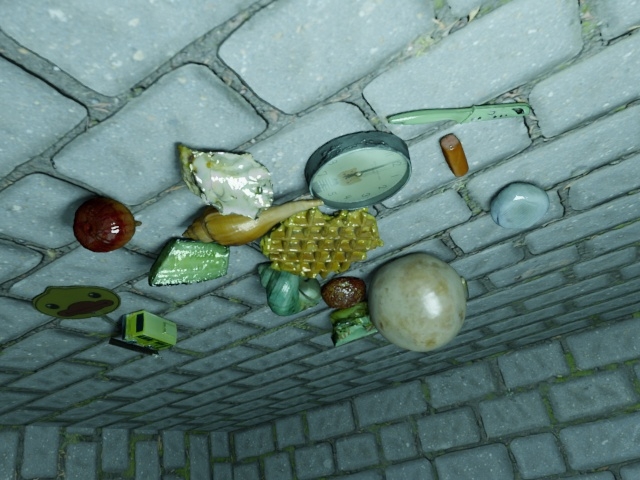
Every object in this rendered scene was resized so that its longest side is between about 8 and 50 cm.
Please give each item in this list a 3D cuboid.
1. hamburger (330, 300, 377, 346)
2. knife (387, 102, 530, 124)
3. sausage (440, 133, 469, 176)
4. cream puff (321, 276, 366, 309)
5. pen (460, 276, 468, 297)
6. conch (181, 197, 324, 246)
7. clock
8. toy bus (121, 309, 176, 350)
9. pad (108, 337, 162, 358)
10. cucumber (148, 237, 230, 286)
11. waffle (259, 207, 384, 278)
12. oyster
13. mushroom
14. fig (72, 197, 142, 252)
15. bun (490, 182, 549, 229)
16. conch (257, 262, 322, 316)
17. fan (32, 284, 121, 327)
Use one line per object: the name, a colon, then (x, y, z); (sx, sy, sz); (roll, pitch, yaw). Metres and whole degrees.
hamburger: (0.122, 0.282, 1.770); (0.235, 0.125, 0.214); (10, 140, -41)
knife: (0.268, -0.239, 0.963); (0.293, 0.019, 0.043); (-8, 150, -8)
sausage: (0.285, -0.176, 1.062); (0.039, 0.041, 0.131); (-40, 147, 7)
cream puff: (0.075, 0.172, 1.589); (0.149, 0.084, 0.149); (-7, 152, -4)
pen: (0.512, 0.172, 1.801); (0.032, 0.040, 0.233); (-17, 156, 12)
conch: (-0.149, -0.036, 1.081); (0.330, 0.093, 0.109); (-5, 163, 13)
clock: (0.080, -0.138, 1.051); (0.226, 0.049, 0.226); (-8, 153, -4)
toy bus: (-0.529, 0.284, 1.571); (0.101, 0.088, 0.175); (-17, 152, 15)
pad: (-0.583, 0.335, 1.582); (0.160, 0.009, 0.265); (21, 166, -18)
cucumber: (-0.318, 0.045, 1.215); (0.193, 0.115, 0.086); (0, -166, -28)
waffle: (0.008, 0.002, 1.244); (0.301, 0.058, 0.281); (17, 132, -36)
oyster: (-0.182, -0.110, 0.973); (0.209, 0.132, 0.072); (-2, -163, -42)
mushroom: (0.297, 0.181, 1.516); (0.298, 0.297, 0.290); (-25, 173, 25)
fig: (-0.429, -0.021, 1.021); (0.119, 0.119, 0.153); (-11, 159, -1)
bun: (0.493, -0.092, 1.253); (0.141, 0.083, 0.141); (-3, 144, -2)
conch: (-0.089, 0.130, 1.397); (0.122, 0.176, 0.188); (-3, 136, 34)
fan: (-0.668, 0.194, 1.436); (0.230, 0.011, 0.335); (-14, 150, 5)
